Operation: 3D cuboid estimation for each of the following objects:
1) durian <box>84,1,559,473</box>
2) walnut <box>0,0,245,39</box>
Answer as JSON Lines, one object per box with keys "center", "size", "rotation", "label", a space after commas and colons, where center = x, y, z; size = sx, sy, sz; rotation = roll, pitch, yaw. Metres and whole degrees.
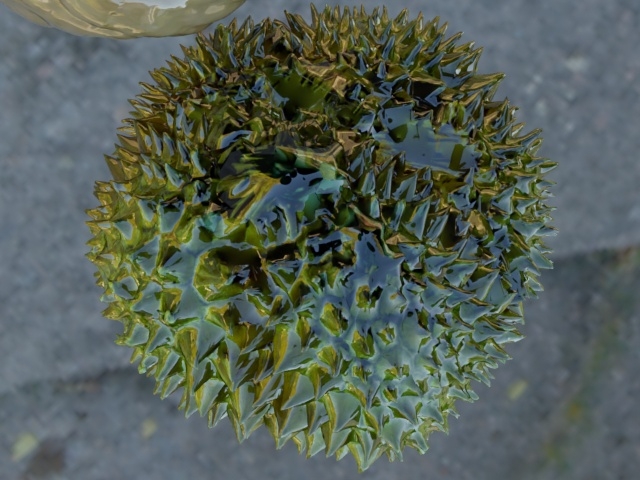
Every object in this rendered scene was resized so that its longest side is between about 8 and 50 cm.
{"center": [-0.001, 0.003, 1.111], "size": [0.291, 0.291, 0.224], "rotation": [-12, 157, -37], "label": "durian"}
{"center": [-0.104, -0.239, 0.840], "size": [0.252, 0.313, 0.277], "rotation": [-3, 134, 9], "label": "walnut"}
